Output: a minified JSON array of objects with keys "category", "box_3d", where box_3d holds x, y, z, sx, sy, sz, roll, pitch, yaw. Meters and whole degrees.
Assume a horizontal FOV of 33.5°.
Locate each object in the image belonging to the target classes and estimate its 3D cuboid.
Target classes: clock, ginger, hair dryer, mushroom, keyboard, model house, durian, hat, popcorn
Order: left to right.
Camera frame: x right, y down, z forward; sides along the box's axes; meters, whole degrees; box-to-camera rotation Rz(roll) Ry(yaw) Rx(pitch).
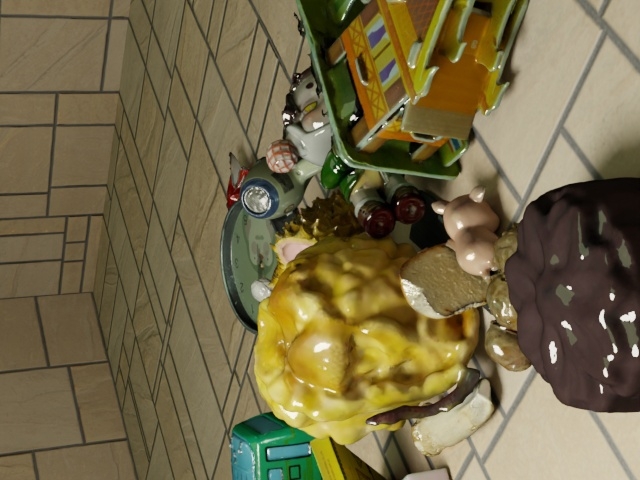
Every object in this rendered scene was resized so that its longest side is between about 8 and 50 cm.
[{"category":"clock","box_3d":[-0.127,0.055,2.346,0.319,0.066,0.318,19,113,56]},{"category":"hat","box_3d":[-0.067,0.106,2.142,0.112,0.162,0.093,47,133,51]},{"category":"hair dryer","box_3d":[-0.009,-0.149,2.007,0.119,0.298,0.296,60,-174,-8]},{"category":"durian","box_3d":[0.010,-0.009,1.960,0.195,0.185,0.305,-57,21,-21]},{"category":"popcorn","box_3d":[0.076,0.166,1.652,0.382,0.349,0.349,24,117,41]},{"category":"model house","box_3d":[0.159,-0.317,1.548,0.313,0.242,0.357,-41,53,43]},{"category":"keyboard","box_3d":[0.183,-0.009,1.700,0.381,0.041,0.103,42,130,51]},{"category":"mushroom","box_3d":[0.210,0.268,1.632,0.209,0.071,0.084,-48,15,55]},{"category":"ginger","box_3d":[0.268,0.081,1.443,0.104,0.080,0.204,37,125,54]}]

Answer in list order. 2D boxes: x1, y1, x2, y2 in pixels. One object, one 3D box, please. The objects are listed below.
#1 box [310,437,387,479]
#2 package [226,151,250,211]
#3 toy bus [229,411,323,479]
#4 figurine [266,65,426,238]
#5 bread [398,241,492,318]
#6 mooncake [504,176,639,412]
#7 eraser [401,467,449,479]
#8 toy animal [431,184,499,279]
[{"category":"box","box_3d":[0.074,0.439,1.798,0.279,0.041,0.153,50,-165,-53]},{"category":"package","box_3d":[-0.191,-0.068,2.533,0.194,0.071,0.269,-122,33,-61]},{"category":"toy bus","box_3d":[-0.078,0.527,2.189,0.183,0.199,0.343,-177,82,-66]},{"category":"figurine","box_3d":[0.053,-0.160,1.734,0.370,0.281,0.167,62,179,39]},{"category":"bread","box_3d":[0.183,0.065,1.545,0.126,0.129,0.044,50,146,37]},{"category":"mooncake","box_3d":[0.322,0.065,1.241,0.283,0.141,0.283,176,90,-70]},{"category":"eraser","box_3d":[0.185,0.523,1.697,0.130,0.086,0.287,121,139,-55]},{"category":"toy animal","box_3d":[0.222,-0.010,1.528,0.089,0.083,0.150,66,-177,-59]}]
